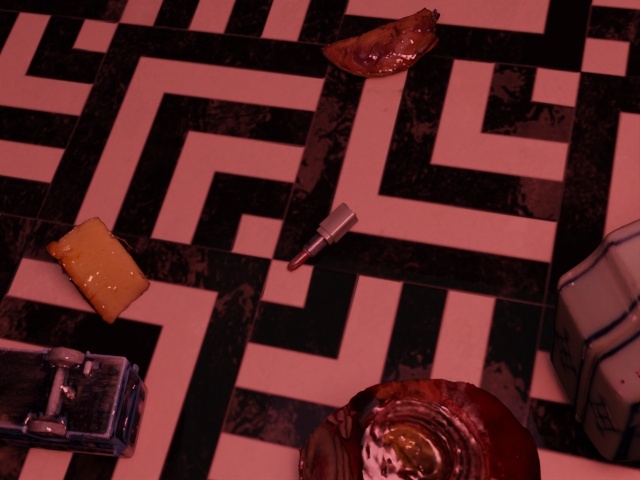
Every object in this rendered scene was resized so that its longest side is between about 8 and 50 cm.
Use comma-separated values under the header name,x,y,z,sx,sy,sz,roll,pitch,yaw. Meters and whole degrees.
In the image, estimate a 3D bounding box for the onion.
name,x,y,z,sx,sy,sz,roll,pitch,yaw
onion,0.100,0.258,0.869,0.206,0.216,0.206,-1,66,-15

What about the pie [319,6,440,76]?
name,x,y,z,sx,sy,sz,roll,pitch,yaw
pie,0.093,-0.264,1.215,0.170,0.034,0.092,-25,59,-4

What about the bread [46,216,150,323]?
name,x,y,z,sx,sy,sz,roll,pitch,yaw
bread,-0.267,0.031,1.094,0.084,0.109,0.080,-41,61,-15

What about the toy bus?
name,x,y,z,sx,sy,sz,roll,pitch,yaw
toy bus,-0.352,0.180,1.021,0.297,0.131,0.106,3,65,10

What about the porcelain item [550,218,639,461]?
name,x,y,z,sx,sy,sz,roll,pitch,yaw
porcelain item,0.374,0.083,0.858,0.286,0.281,0.157,-22,59,-3

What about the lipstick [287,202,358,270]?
name,x,y,z,sx,sy,sz,roll,pitch,yaw
lipstick,0.000,0.000,1.107,0.107,0.025,0.025,-44,65,-6
